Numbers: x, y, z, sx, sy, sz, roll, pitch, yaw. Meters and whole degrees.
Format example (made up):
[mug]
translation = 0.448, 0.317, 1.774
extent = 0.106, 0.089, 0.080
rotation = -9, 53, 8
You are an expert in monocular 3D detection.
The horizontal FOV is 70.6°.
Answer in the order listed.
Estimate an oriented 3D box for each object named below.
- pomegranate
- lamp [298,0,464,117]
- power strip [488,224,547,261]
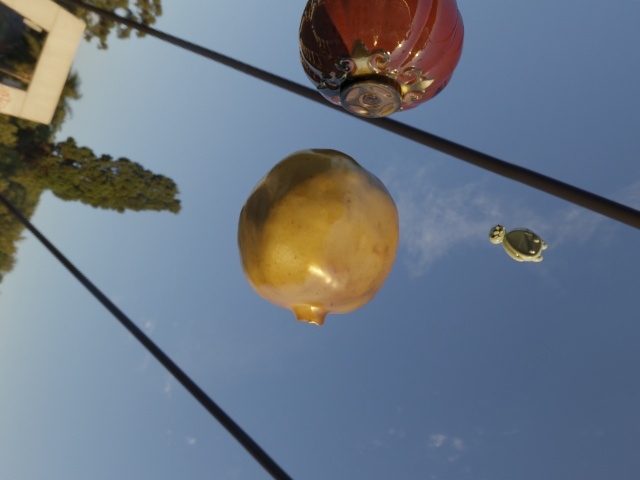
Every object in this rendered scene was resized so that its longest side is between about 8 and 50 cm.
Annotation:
[pomegranate]
translation = 0.000, -0.007, 0.613
extent = 0.233, 0.233, 0.233
rotation = -24, -123, 43
[lamp]
translation = 0.108, -0.366, 0.835
extent = 0.303, 0.303, 0.257
rotation = -8, -115, 49
[power strip]
translation = 0.293, 0.000, 0.670
extent = 0.083, 0.035, 0.055
rotation = 24, -109, 16
